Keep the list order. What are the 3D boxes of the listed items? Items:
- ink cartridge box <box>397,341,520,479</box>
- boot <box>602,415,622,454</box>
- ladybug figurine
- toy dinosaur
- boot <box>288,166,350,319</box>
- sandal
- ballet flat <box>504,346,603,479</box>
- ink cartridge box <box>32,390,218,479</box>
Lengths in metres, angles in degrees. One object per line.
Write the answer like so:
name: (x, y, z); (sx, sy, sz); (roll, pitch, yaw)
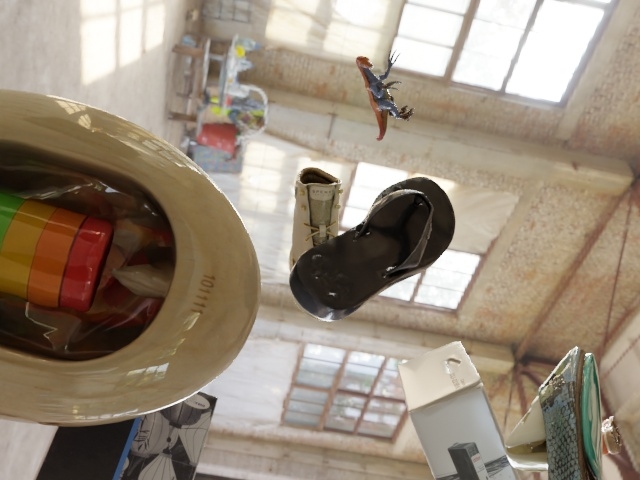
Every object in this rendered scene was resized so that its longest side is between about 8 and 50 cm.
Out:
ink cartridge box: (0.220, 0.316, 1.033); (0.197, 0.114, 0.273); (-80, 149, -81)
boot: (0.567, 0.402, 1.403); (0.158, 0.084, 0.059); (6, 65, -61)
ladybug figurine: (-0.282, 0.016, 0.685); (0.162, 0.449, 0.305); (136, -27, -78)
toy dinosaur: (0.059, -0.152, 0.712); (0.090, 0.082, 0.047); (-50, -159, 22)
boot: (0.000, 0.000, 0.972); (0.213, 0.077, 0.165); (-115, -152, -60)
sandal: (0.073, -0.001, 0.708); (0.254, 0.097, 0.054); (-39, 167, -44)
ballet flat: (0.140, 0.145, 0.412); (0.070, 0.070, 0.188); (106, 0, -45)
ink cartridge box: (-0.238, 0.303, 0.740); (0.065, 0.165, 0.333); (-42, -151, 54)
